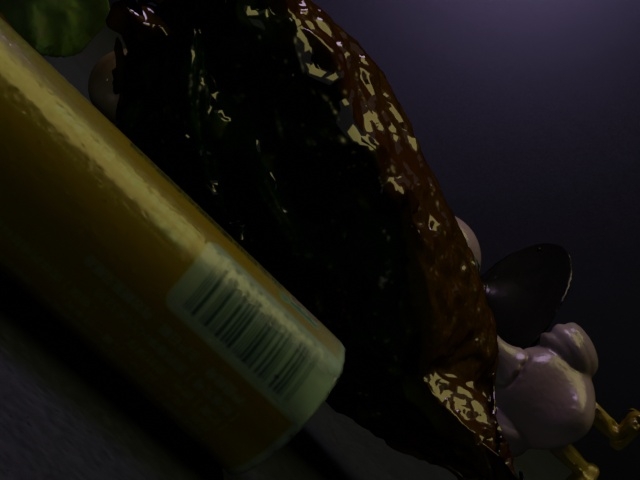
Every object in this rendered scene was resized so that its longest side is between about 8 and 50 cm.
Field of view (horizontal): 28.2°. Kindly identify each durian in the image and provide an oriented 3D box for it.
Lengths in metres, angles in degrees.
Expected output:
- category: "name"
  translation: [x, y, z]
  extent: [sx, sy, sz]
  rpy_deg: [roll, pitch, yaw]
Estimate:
- category: "durian"
  translation: [-0.253, -0.224, 0.911]
  extent: [0.250, 0.101, 0.139]
  rpy_deg: [44, 3, 9]

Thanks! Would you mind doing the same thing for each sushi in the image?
- category: "sushi"
  translation: [-0.019, 0.000, 0.588]
  extent: [0.287, 0.149, 0.140]
  rpy_deg: [65, 20, -5]

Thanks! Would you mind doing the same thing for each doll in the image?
- category: "doll"
  translation: [0.166, 0.104, 1.310]
  extent: [0.365, 0.160, 0.094]
  rpy_deg: [42, -4, 6]

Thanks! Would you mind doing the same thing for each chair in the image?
- category: "chair"
  translation: [0.080, -0.033, 1.468]
  extent: [0.401, 0.226, 0.226]
  rpy_deg: [43, 3, -20]

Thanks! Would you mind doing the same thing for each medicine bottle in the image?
- category: "medicine bottle"
  translation: [-0.088, -0.014, 0.421]
  extent: [0.218, 0.074, 0.074]
  rpy_deg: [44, 2, -13]

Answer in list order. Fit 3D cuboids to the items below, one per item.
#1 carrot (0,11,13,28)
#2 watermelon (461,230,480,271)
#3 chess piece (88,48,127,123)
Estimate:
- category: "carrot"
  translation: [-0.271, -0.193, 0.639]
  extent: [0.342, 0.070, 0.070]
  rpy_deg: [48, 2, -10]
- category: "watermelon"
  translation: [0.000, 0.000, 1.094]
  extent: [0.257, 0.139, 0.193]
  rpy_deg: [33, 8, 0]
- category: "chess piece"
  translation: [-0.131, -0.113, 1.138]
  extent: [0.170, 0.094, 0.094]
  rpy_deg: [36, 7, -44]
